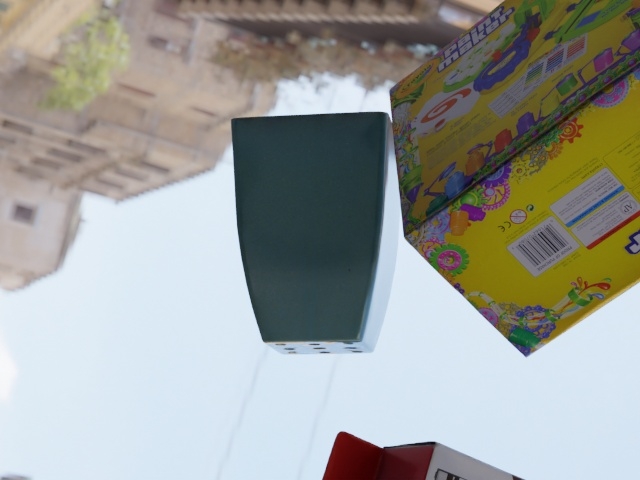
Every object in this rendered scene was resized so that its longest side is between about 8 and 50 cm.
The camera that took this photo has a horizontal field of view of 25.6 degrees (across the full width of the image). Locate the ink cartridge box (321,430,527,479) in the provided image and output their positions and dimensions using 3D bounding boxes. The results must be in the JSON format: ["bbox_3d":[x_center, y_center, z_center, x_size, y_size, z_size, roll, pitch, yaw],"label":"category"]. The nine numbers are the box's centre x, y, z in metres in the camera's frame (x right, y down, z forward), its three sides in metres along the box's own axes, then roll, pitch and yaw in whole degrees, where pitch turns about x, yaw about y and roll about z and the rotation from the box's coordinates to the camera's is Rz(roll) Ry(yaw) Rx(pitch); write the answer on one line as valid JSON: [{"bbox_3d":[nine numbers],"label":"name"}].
[{"bbox_3d":[0.116,0.405,1.652,0.130,0.272,0.309,-20,-131,60],"label":"ink cartridge box"}]

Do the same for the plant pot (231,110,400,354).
[{"bbox_3d":[0.000,0.000,1.501,0.166,0.165,0.234,53,36,-74],"label":"plant pot"}]

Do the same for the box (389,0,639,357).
[{"bbox_3d":[0.230,-0.103,1.266,0.290,0.177,0.279,-36,-154,21],"label":"box"}]
